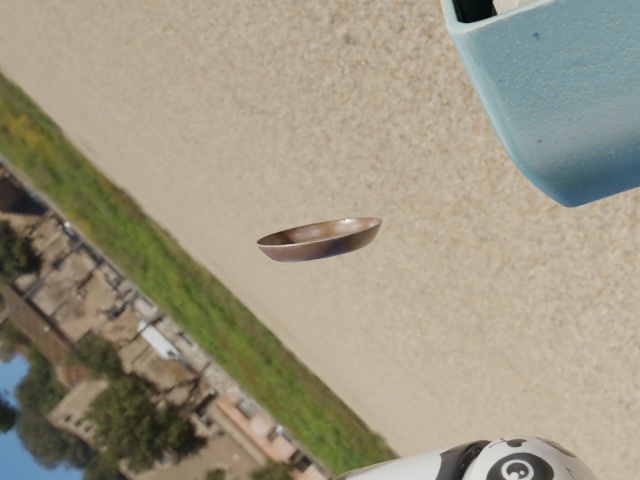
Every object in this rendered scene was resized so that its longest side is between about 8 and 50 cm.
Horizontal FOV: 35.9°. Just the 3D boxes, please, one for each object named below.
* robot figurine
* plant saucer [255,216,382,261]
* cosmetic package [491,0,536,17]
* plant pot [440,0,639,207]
[{"bbox_3d":[0.097,0.249,0.777,0.278,0.209,0.173,-22,130,35],"label":"robot figurine"},{"bbox_3d":[0.000,0.000,1.291,0.168,0.168,0.029,-164,62,-73],"label":"plant saucer"},{"bbox_3d":[0.193,-0.212,0.940,0.115,0.041,0.060,-90,2,-62],"label":"cosmetic package"},{"bbox_3d":[0.271,-0.184,0.992,0.247,0.248,0.252,-90,-22,-57],"label":"plant pot"}]
